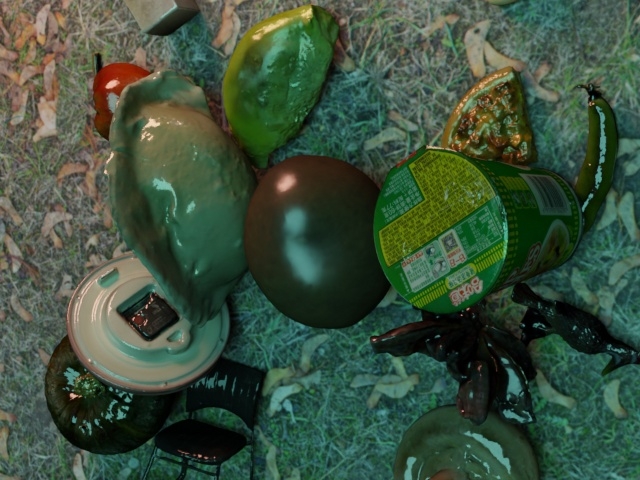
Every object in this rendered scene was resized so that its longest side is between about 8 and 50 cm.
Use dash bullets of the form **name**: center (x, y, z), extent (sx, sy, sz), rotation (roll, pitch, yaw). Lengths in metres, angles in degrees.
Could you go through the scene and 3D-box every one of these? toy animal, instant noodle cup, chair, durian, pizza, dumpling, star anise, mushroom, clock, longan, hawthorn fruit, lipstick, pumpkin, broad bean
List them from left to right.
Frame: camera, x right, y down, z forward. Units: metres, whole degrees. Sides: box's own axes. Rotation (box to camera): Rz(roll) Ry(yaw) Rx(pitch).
- **pumpkin**: center (-0.330, 0.225, 1.743), extent (0.224, 0.157, 0.223), rotation (-4, 81, 27)
- **lipstick**: center (-0.314, -0.485, 1.696), extent (0.076, 0.080, 0.371), rotation (-32, 85, 21)
- **hawthorn fruit**: center (-0.287, -0.205, 1.696), extent (0.140, 0.125, 0.125), rotation (11, 100, 23)
- **clock**: center (-0.256, 0.120, 1.677), extent (0.244, 0.244, 0.056), rotation (40, 146, 13)
- **dumpling**: center (-0.193, -0.071, 1.611), extent (0.212, 0.270, 0.320), rotation (-35, 76, -4)
- **chair**: center (-0.176, 0.301, 1.700), extent (0.140, 0.145, 0.221), rotation (13, 100, 20)
- **durian**: center (-0.068, -0.231, 1.613), extent (0.139, 0.101, 0.250), rotation (41, 111, 12)
- **longan**: center (0.000, 0.000, 1.533), extent (0.248, 0.248, 0.248), rotation (3, 97, 22)
- **mushroom**: center (0.185, 0.330, 1.518), extent (0.207, 0.215, 0.207), rotation (5, 99, 30)
- **star anise**: center (0.186, 0.136, 1.489), extent (0.283, 0.212, 0.129), rotation (45, 114, 10)
- **instant noodle cup**: center (0.217, -0.023, 1.433), extent (0.207, 0.233, 0.207), rotation (6, 99, 43)
- **pizza**: center (0.238, -0.150, 1.527), extent (0.134, 0.046, 0.175), rotation (27, 105, 17)
- **toy animal**: center (0.345, 0.123, 1.504), extent (0.202, 0.105, 0.070), rotation (26, 64, 11)
- **broad bean**: center (0.356, -0.094, 1.491), extent (0.069, 0.039, 0.227), rotation (9, 99, 15)

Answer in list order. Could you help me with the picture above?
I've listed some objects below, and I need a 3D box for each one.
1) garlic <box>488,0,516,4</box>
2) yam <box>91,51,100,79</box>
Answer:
- **garlic**: center (0.257, -0.348, 1.501), extent (0.053, 0.041, 0.083), rotation (45, 118, 17)
- **yam**: center (-0.351, -0.245, 1.775), extent (0.014, 0.014, 0.107), rotation (-5, 94, 23)
